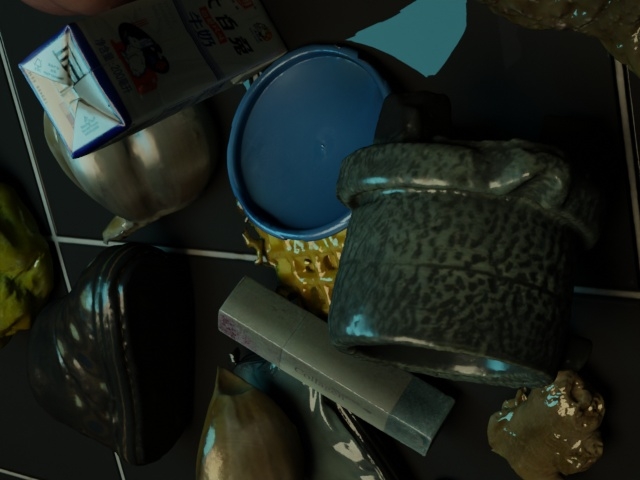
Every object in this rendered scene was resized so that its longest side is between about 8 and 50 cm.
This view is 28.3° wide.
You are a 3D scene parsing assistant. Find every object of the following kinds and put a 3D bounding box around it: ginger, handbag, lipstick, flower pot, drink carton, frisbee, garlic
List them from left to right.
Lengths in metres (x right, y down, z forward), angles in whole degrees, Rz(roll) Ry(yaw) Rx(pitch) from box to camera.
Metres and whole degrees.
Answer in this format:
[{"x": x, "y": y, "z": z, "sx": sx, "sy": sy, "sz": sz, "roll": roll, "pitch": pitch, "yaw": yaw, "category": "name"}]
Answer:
[{"x": -0.259, "y": -0.139, "z": 1.723, "sx": 0.237, "sy": 0.210, "sz": 0.292, "roll": -139, "pitch": 30, "yaw": -66, "category": "garlic"}, {"x": -0.181, "y": -0.213, "z": 1.468, "sx": 0.106, "sy": 0.315, "sz": 0.131, "roll": -25, "pitch": 96, "yaw": 41, "category": "drink carton"}, {"x": -0.105, "y": 0.323, "z": 1.774, "sx": 0.338, "sy": 0.151, "sz": 0.196, "roll": 97, "pitch": 162, "yaw": -58, "category": "garlic"}, {"x": -0.005, "y": -0.115, "z": 1.508, "sx": 0.242, "sy": 0.045, "sz": 0.242, "roll": -8, "pitch": 75, "yaw": 33, "category": "frisbee"}, {"x": 0.003, "y": 0.275, "z": 1.751, "sx": 0.191, "sy": 0.075, "sz": 0.332, "roll": -28, "pitch": 96, "yaw": 49, "category": "handbag"}, {"x": 0.018, "y": 0.158, "z": 1.624, "sx": 0.317, "sy": 0.068, "sz": 0.066, "roll": 31, "pitch": 153, "yaw": 12, "category": "lipstick"}, {"x": 0.159, "y": -0.007, "z": 1.301, "sx": 0.299, "sy": 0.299, "sz": 0.283, "roll": -1, "pitch": 72, "yaw": 41, "category": "flower pot"}, {"x": 0.274, "y": 0.206, "z": 1.479, "sx": 0.137, "sy": 0.074, "sz": 0.213, "roll": 33, "pitch": 124, "yaw": 23, "category": "ginger"}]

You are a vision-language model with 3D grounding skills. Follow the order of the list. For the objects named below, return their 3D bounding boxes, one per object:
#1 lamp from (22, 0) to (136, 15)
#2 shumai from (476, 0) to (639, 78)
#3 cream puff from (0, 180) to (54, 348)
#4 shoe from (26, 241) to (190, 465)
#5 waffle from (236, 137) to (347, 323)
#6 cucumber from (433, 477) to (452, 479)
[{"x": -0.247, "y": -0.393, "z": 1.477, "sx": 0.305, "sy": 0.305, "sz": 0.239, "roll": 10, "pitch": 163, "yaw": 37, "category": "lamp"}, {"x": 0.318, "y": -0.264, "z": 1.161, "sx": 0.283, "sy": 0.217, "sz": 0.346, "roll": 30, "pitch": 153, "yaw": -18, "category": "shumai"}, {"x": -0.606, "y": 0.043, "z": 2.017, "sx": 0.291, "sy": 0.257, "sz": 0.324, "roll": 18, "pitch": 123, "yaw": 37, "category": "cream puff"}, {"x": -0.324, "y": 0.145, "z": 1.885, "sx": 0.237, "sy": 0.171, "sz": 0.384, "roll": 22, "pitch": 133, "yaw": 26, "category": "shoe"}, {"x": -0.002, "y": 0.001, "z": 1.610, "sx": 0.280, "sy": 0.060, "sz": 0.262, "roll": 35, "pitch": 131, "yaw": 21, "category": "waffle"}, {"x": 0.222, "y": 0.410, "z": 1.641, "sx": 0.244, "sy": 0.063, "sz": 0.115, "roll": 40, "pitch": 132, "yaw": 20, "category": "cucumber"}]
